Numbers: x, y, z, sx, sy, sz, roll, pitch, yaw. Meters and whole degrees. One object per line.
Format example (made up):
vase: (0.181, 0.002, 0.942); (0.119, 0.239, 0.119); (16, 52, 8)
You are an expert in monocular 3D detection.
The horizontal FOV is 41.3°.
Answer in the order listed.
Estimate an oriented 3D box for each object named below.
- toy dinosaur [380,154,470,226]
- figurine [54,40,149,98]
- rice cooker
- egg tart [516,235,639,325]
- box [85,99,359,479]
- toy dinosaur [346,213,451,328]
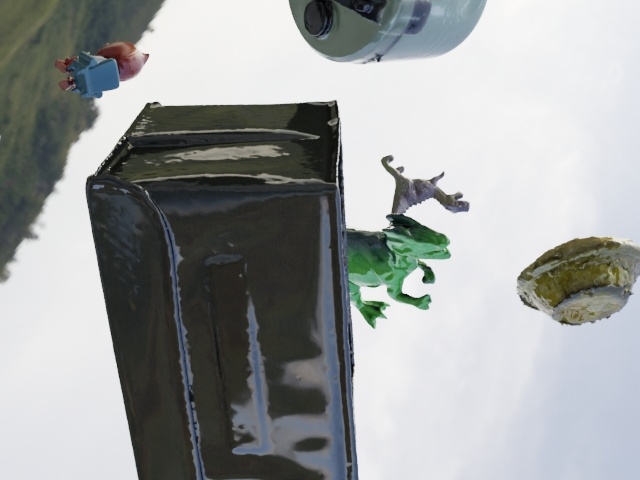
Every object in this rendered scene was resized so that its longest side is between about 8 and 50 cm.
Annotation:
toy dinosaur: (0.191, -0.091, 1.835); (0.200, 0.251, 0.072); (56, -38, 22)
figurine: (-0.321, -0.262, 1.276); (0.075, 0.068, 0.140); (25, -139, 30)
rice cooker: (0.079, -0.338, 1.079); (0.244, 0.226, 0.226); (-15, -168, -38)
egg tart: (0.368, 0.065, 1.186); (0.191, 0.191, 0.074); (-25, -123, 27)
box: (-0.072, 0.054, 0.830); (0.204, 0.345, 0.251); (-3, -156, 3)
toy dinosaur: (0.000, 0.000, 1.551); (0.500, 0.374, 0.144); (22, -110, 17)
